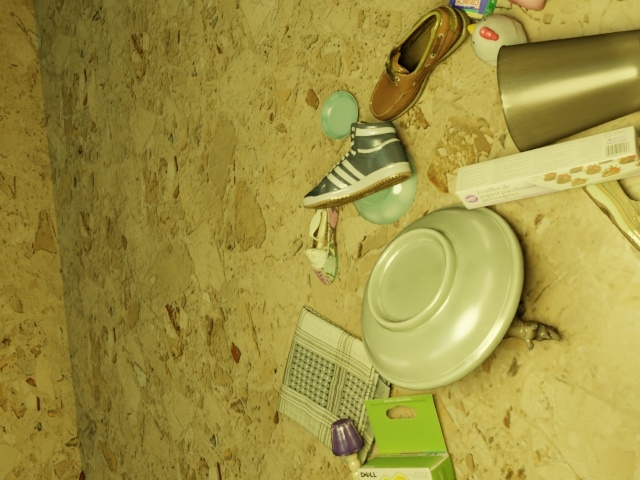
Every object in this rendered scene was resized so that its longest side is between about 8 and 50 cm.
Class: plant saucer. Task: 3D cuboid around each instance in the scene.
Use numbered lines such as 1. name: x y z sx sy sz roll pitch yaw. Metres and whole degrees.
1. plant saucer: 0.134 -0.133 1.432 0.195 0.038 0.194 1 91 42
2. plant saucer: 0.202 0.090 1.216 0.401 0.101 0.400 -34 41 35
3. plant saucer: 0.051 -0.307 1.517 0.119 0.021 0.119 -1 88 42

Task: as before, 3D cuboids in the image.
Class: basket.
1. basket: 0.451 -0.272 1.077 0.227 0.154 0.204 -6 106 37

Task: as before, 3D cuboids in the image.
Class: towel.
1. towel: 0.027 0.363 1.512 0.324 0.056 0.311 25 106 38

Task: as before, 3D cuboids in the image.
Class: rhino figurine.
1. rhino figurine: 0.350 0.153 1.189 0.243 0.106 0.073 22 105 40

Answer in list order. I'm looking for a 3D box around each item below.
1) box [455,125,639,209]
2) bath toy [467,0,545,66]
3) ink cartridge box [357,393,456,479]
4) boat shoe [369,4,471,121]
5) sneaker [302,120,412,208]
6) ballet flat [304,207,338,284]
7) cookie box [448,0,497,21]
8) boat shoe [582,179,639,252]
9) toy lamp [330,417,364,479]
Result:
1. box: 0.408 -0.127 1.120 0.324 0.063 0.067 -12 52 36
2. bath toy: 0.372 -0.507 1.154 0.151 0.129 0.348 32 111 31
3. ink cartridge box: 0.175 0.476 1.325 0.189 0.097 0.255 -17 87 37
4. boat shoe: 0.183 -0.378 1.324 0.110 0.105 0.307 56 134 20
5. sneaker: 0.067 -0.173 1.398 0.282 0.099 0.153 -19 82 33
6. ballet flat: 0.000 0.000 1.522 0.077 0.079 0.221 7 95 41
7. cookie box: 0.321 -0.512 1.264 0.092 0.040 0.107 29 109 37
8. boat shoe: 0.537 -0.047 1.055 0.072 0.068 0.190 -42 63 21
9. toy lamp: 0.086 0.545 1.405 0.080 0.080 0.274 -19 89 40
